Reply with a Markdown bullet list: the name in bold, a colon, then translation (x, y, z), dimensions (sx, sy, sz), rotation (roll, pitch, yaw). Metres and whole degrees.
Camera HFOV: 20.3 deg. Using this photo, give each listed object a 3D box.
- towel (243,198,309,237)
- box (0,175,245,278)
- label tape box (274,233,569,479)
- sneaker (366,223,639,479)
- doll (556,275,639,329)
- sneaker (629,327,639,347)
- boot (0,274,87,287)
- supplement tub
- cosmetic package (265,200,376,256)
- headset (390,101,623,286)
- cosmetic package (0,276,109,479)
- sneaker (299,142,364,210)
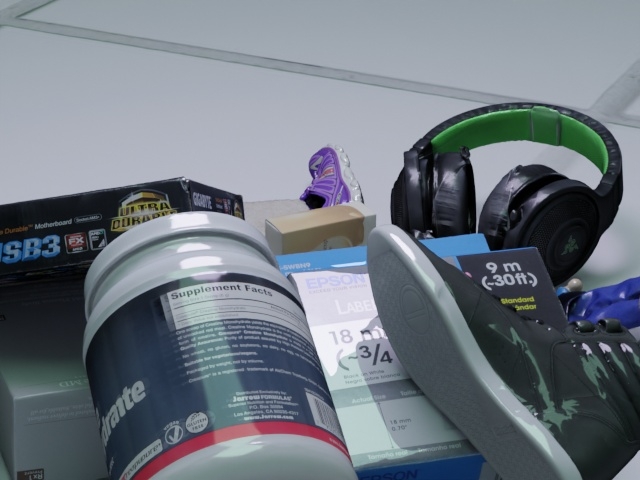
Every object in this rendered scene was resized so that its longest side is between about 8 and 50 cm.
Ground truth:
- **towel**: translation (-0.069, 0.029, 1.953), dimensions (0.187, 0.049, 0.282), rotation (-5, 26, -15)
- **box**: translation (-0.234, -0.002, 1.683), dimensions (0.293, 0.073, 0.295), rotation (-9, -1, 7)
- **label tape box**: translation (0.091, 0.090, 1.611), dimensions (0.240, 0.106, 0.334), rotation (-6, 48, -13)
- **sneaker**: translation (0.165, 0.086, 1.483), dimensions (0.147, 0.104, 0.296), rotation (-25, 63, -28)
- **doll**: translation (0.248, 0.082, 1.743), dimensions (0.189, 0.046, 0.129), rotation (-21, 29, 38)
- **sneaker**: translation (0.400, 0.092, 1.663), dimensions (0.262, 0.099, 0.121), rotation (-33, 19, 23)
- **boot**: translation (-0.252, 0.016, 1.924), dimensions (0.305, 0.112, 0.115), rotation (13, 16, 30)
- **supplement tub**: translation (-0.089, 0.131, 1.459), dimensions (0.191, 0.191, 0.272), rotation (-7, 50, -14)
- **cosmetic package**: translation (0.000, 0.000, 1.890), dimensions (0.115, 0.060, 0.041), rotation (-13, 29, -26)
- **headset**: translation (0.180, -0.045, 1.945), dimensions (0.243, 0.185, 0.394), rotation (12, 44, 25)
- **cosmetic package**: translation (-0.249, 0.130, 1.666), dimensions (0.127, 0.107, 0.238), rotation (-7, 22, -21)
- **sneaker**: translation (0.005, -0.064, 2.136), dimensions (0.071, 0.068, 0.170), rotation (-10, 26, -7)
